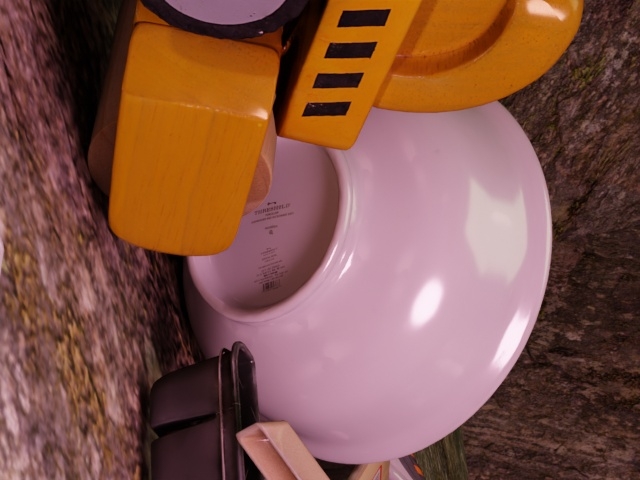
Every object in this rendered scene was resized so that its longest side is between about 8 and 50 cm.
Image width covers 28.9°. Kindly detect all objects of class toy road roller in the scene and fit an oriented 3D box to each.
[{"bbox_3d":[0.005,-0.137,0.724,0.329,0.240,0.203,115,-17,-54],"label":"toy road roller"}]

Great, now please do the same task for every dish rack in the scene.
[{"bbox_3d":[-0.042,0.216,0.817,0.271,0.074,0.208,65,16,-55],"label":"dish rack"}]

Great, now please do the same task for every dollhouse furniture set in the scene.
[{"bbox_3d":[-0.032,0.168,0.692,0.081,0.091,0.114,-36,90,-36],"label":"dollhouse furniture set"}]

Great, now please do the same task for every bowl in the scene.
[{"bbox_3d":[0.000,0.000,0.871,0.134,0.297,0.298,23,51,-48],"label":"bowl"}]

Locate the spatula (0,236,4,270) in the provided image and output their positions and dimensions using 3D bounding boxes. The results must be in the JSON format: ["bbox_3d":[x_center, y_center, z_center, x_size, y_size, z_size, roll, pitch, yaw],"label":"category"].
[{"bbox_3d":[-0.167,0.054,0.460,0.168,0.019,0.242,59,19,-47],"label":"spatula"}]

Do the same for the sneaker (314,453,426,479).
[{"bbox_3d":[0.057,0.171,1.226,0.180,0.124,0.321,-72,152,-43],"label":"sneaker"}]

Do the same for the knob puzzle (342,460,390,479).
[{"bbox_3d":[0.010,0.278,1.064,0.213,0.030,0.213,14,90,-72],"label":"knob puzzle"}]
